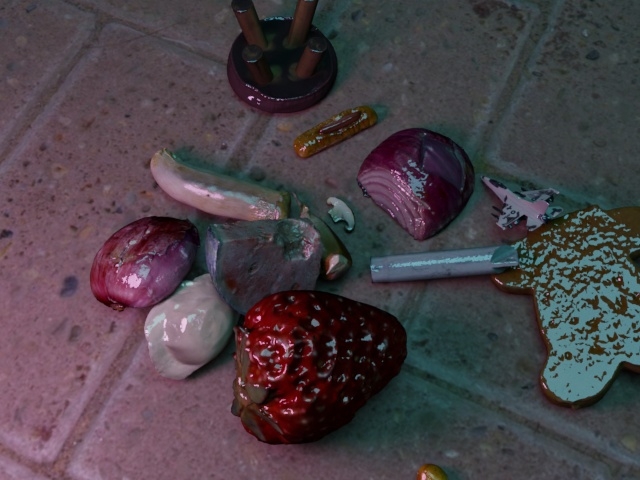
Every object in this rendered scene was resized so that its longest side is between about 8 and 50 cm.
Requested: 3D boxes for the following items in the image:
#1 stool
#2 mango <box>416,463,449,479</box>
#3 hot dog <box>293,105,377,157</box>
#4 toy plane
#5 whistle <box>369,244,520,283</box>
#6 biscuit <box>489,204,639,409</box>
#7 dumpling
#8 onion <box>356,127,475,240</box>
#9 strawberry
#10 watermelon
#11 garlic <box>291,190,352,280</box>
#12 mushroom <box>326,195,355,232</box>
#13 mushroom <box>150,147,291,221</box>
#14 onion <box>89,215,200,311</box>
[{"bbox_3d":[-0.092,-0.452,2.038,0.272,0.178,0.272,0,63,0],"label":"stool"},{"bbox_3d":[0.222,0.469,1.661,0.060,0.046,0.089,-39,74,-17],"label":"mango"},{"bbox_3d":[0.033,-0.261,2.017,0.215,0.047,0.066,-25,64,-11],"label":"hot dog"},{"bbox_3d":[0.428,-0.081,1.887,0.160,0.082,0.234,-32,29,-14],"label":"toy plane"},{"bbox_3d":[0.259,0.049,1.827,0.312,0.062,0.062,-5,64,10],"label":"whistle"},{"bbox_3d":[0.573,0.121,1.796,0.368,0.076,0.394,-22,63,3],"label":"biscuit"},{"bbox_3d":[-0.256,0.164,1.767,0.162,0.132,0.250,46,67,-20],"label":"dumpling"},{"bbox_3d":[0.226,-0.161,1.933,0.247,0.111,0.250,-42,69,-15],"label":"onion"},{"bbox_3d":[0.009,0.241,1.656,0.345,0.318,0.295,-2,32,-17],"label":"strawberry"},{"bbox_3d":[-0.117,0.026,1.754,0.226,0.318,0.148,-45,46,5],"label":"watermelon"},{"bbox_3d":[-0.003,-0.004,1.848,0.090,0.128,0.198,-26,65,-3],"label":"garlic"},{"bbox_3d":[0.046,-0.060,1.934,0.049,0.019,0.101,-26,64,-12],"label":"mushroom"},{"bbox_3d":[-0.225,-0.109,1.927,0.351,0.095,0.123,23,47,11],"label":"mushroom"},{"bbox_3d":[-0.364,0.016,1.818,0.227,0.120,0.283,1,39,31],"label":"onion"}]
